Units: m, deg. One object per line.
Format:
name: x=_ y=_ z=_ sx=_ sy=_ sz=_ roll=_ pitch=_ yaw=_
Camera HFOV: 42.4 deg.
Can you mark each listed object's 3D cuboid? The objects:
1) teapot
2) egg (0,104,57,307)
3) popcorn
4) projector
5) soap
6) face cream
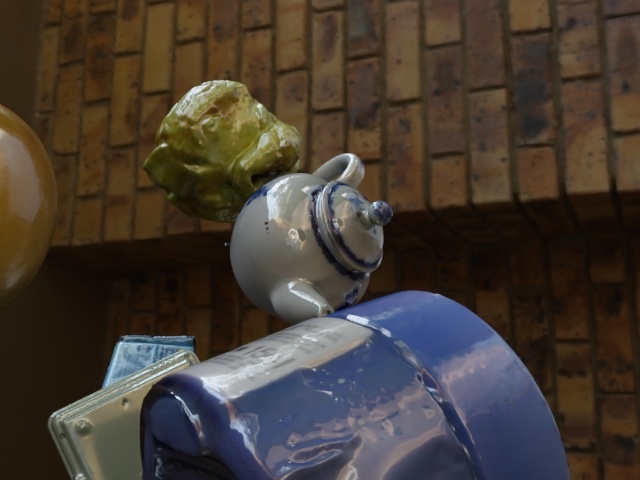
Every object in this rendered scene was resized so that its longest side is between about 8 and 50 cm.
teapot: x=0.000 y=0.000 z=1.362 sx=0.252 sy=0.280 sz=0.424 roll=47 pitch=-146 yaw=-27
egg: x=-0.468 y=-0.044 z=1.065 sx=0.250 sy=0.250 sz=0.323 roll=51 pitch=-163 yaw=-53
popcorn: x=-0.172 y=-0.152 z=1.524 sx=0.226 sy=0.276 sz=0.277 roll=-67 pitch=-36 yaw=-48
projector: x=-0.183 y=0.280 z=0.959 sx=0.257 sy=0.191 sz=0.099 roll=64 pitch=159 yaw=5
soap: x=-0.300 y=0.274 z=1.403 sx=0.293 sy=0.156 sz=0.077 roll=-88 pitch=4 yaw=-58
face cream: x=0.014 y=0.182 z=0.597 sx=0.225 sy=0.249 sz=0.249 roll=-17 pitch=-77 yaw=-32
